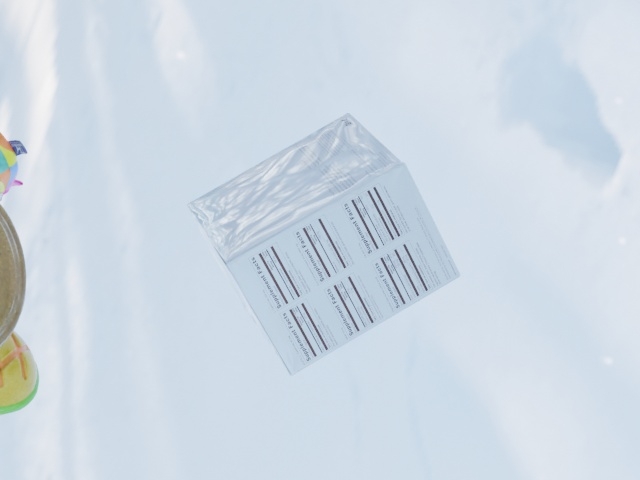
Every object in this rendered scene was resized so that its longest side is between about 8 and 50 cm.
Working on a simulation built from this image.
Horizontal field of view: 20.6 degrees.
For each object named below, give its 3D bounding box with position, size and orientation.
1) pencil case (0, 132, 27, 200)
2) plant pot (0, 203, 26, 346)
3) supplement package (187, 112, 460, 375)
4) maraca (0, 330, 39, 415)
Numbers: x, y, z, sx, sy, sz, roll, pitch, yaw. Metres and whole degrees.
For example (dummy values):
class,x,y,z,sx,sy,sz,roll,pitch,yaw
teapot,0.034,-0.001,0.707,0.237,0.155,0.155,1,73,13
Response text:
class,x,y,z,sx,sy,sz,roll,pitch,yaw
pencil case,-0.407,-0.036,1.830,0.236,0.104,0.104,-49,-2,-43
plant pot,-0.319,0.036,1.138,0.254,0.237,0.237,-12,55,35
supplement package,0.000,0.000,1.818,0.203,0.149,0.194,-30,25,-5
maraca,-0.384,0.126,1.842,0.127,0.185,0.099,-96,29,-51
